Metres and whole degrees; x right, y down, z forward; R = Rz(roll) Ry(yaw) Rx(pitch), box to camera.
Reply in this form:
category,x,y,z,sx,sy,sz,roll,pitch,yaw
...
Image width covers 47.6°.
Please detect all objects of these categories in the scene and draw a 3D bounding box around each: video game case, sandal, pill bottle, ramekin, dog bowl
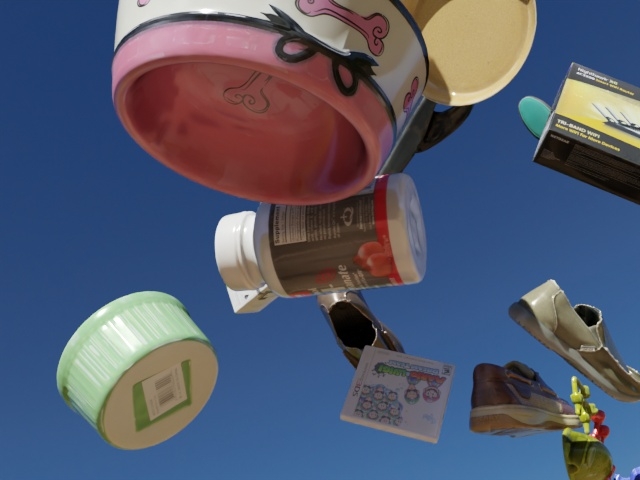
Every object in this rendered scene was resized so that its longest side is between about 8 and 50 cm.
category,x,y,z,sx,sy,sz,roll,pitch,yaw
video game case,0.127,0.244,1.171,0.157,0.143,0.019,10,-43,17
sandal,0.240,-0.244,1.584,0.107,0.167,0.446,31,-83,-3
pill bottle,0.000,0.000,1.169,0.318,0.176,0.176,-8,-32,18
ramekin,-0.351,0.269,1.453,0.303,0.148,0.304,-28,-45,-32
dog bowl,-0.076,-0.185,0.921,0.407,0.150,0.408,11,-23,5

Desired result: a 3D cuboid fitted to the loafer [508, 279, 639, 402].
category,x,y,z,sx,sy,sz,roll,pitch,yaw
loafer,0.379,0.142,1.021,0.251,0.094,0.087,35,-84,-21

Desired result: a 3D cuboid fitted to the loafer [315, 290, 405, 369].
category,x,y,z,sx,sy,sz,roll,pitch,yaw
loafer,0.095,0.241,1.723,0.133,0.130,0.366,-32,-67,12

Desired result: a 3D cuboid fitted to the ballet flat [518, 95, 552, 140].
category,x,y,z,sx,sy,sz,roll,pitch,yaw
ballet flat,0.519,-0.239,1.604,0.074,0.203,0.074,-37,-17,-13

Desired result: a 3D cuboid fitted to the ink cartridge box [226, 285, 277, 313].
category,x,y,z,sx,sy,sz,roll,pitch,yaw
ink cartridge box,-0.164,0.080,1.977,0.092,0.160,0.219,-1,-29,-42

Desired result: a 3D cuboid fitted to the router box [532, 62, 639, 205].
category,x,y,z,sx,sy,sz,roll,pitch,yaw
router box,0.561,-0.177,1.299,0.308,0.243,0.081,24,-42,9

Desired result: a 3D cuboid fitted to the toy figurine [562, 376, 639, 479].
category,x,y,z,sx,sy,sz,roll,pitch,yaw
toy figurine,0.538,0.383,1.177,0.217,0.191,0.363,1,-39,33

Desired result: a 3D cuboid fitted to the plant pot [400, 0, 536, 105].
category,x,y,z,sx,sy,sz,roll,pitch,yaw
plant pot,0.221,-0.326,1.113,0.236,0.236,0.032,-43,-18,33

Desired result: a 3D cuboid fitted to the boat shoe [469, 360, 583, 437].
category,x,y,z,sx,sy,sz,roll,pitch,yaw
boat shoe,0.343,0.262,1.218,0.123,0.123,0.342,-21,-25,34
